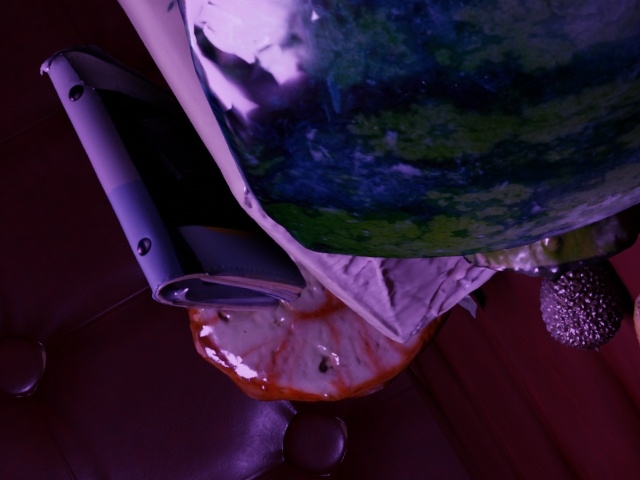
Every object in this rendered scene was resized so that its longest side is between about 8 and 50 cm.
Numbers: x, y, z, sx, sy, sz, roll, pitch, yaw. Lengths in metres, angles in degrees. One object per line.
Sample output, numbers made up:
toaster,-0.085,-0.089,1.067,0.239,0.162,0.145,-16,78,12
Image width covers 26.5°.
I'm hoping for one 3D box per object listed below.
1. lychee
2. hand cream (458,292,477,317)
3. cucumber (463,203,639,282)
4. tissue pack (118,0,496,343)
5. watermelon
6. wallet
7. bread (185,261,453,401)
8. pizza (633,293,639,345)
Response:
lychee,0.204,0.049,1.056,0.067,0.068,0.083,-18,101,43
hand cream,0.129,0.006,1.651,0.205,0.050,0.078,55,174,15
cucumber,0.111,-0.107,0.792,0.244,0.134,0.134,67,173,-24
tissue pack,-0.008,-0.148,1.056,0.380,0.207,0.297,57,-174,37
watermelon,0.092,-0.162,0.540,0.222,0.319,0.292,19,162,25
wallet,-0.107,-0.047,1.029,0.170,0.069,0.231,15,-141,-56
bread,0.003,0.003,1.402,0.114,0.295,0.328,91,180,-82
pizza,0.270,0.135,0.896,0.188,0.062,0.199,61,174,-36
